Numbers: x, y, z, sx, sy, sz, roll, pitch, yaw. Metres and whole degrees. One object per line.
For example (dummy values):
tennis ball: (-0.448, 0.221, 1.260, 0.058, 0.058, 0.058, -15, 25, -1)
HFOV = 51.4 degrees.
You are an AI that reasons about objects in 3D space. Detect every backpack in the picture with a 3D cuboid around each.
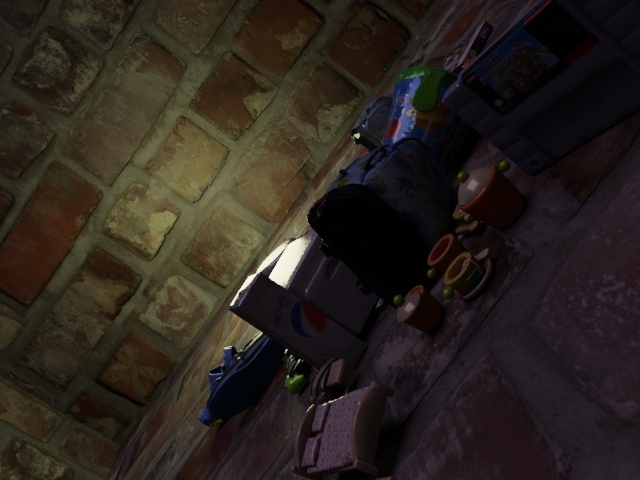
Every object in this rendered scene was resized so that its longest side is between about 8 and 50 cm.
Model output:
backpack: (0.219, -0.414, 2.356, 0.188, 0.166, 0.144, -63, 15, -19)
backpack: (0.153, -0.070, 1.437, 0.273, 0.290, 0.355, -43, 8, 17)

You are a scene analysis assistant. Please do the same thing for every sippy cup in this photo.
sippy cup: (0.260, -0.271, 1.648, 0.240, 0.305, 0.224, 7, 68, 48)

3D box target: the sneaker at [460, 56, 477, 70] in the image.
sneaker: (0.452, -0.505, 1.916, 0.067, 0.064, 0.175, -43, 16, 12)

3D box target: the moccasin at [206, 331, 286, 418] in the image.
moccasin: (-0.199, 0.376, 1.950, 0.342, 0.138, 0.117, -44, 23, -11)

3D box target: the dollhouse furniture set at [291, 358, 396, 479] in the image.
dollhouse furniture set: (0.002, 0.299, 1.020, 0.303, 0.173, 0.356, -39, 30, 53)

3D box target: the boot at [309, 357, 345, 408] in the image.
boot: (0.034, 0.319, 1.272, 0.137, 0.076, 0.198, -27, 43, 58)

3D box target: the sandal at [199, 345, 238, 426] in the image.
sandal: (-0.300, 0.450, 2.108, 0.317, 0.138, 0.126, -55, 13, 11)

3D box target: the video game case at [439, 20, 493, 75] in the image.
video game case: (0.454, -0.590, 2.202, 0.210, 0.042, 0.232, -59, 11, -25)

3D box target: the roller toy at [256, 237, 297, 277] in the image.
roller toy: (-0.109, 0.099, 2.298, 0.191, 0.146, 0.209, -34, 14, 45)

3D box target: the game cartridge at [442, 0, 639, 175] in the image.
game cartridge: (0.378, -0.257, 1.059, 0.355, 0.230, 0.068, -39, 20, 56)

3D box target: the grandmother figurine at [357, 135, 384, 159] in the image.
grandmother figurine: (0.184, -0.202, 1.843, 0.342, 0.207, 0.104, -64, -11, -46)

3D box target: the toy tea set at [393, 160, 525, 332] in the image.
toy tea set: (0.230, 0.003, 1.193, 0.336, 0.124, 0.200, -59, 12, -21)

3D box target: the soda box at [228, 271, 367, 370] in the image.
soda box: (-0.048, 0.185, 1.413, 0.091, 0.286, 0.098, -58, 12, -19)

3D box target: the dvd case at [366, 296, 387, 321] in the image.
dvd case: (0.109, 0.141, 1.585, 0.221, 0.018, 0.164, -44, 16, 46)

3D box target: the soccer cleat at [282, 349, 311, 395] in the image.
soccer cleat: (-0.056, 0.318, 1.681, 0.072, 0.060, 0.179, -42, 20, 14)

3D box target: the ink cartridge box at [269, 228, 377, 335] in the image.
ink cartridge box: (0.000, 0.108, 1.576, 0.198, 0.197, 0.270, -61, 12, -23)
